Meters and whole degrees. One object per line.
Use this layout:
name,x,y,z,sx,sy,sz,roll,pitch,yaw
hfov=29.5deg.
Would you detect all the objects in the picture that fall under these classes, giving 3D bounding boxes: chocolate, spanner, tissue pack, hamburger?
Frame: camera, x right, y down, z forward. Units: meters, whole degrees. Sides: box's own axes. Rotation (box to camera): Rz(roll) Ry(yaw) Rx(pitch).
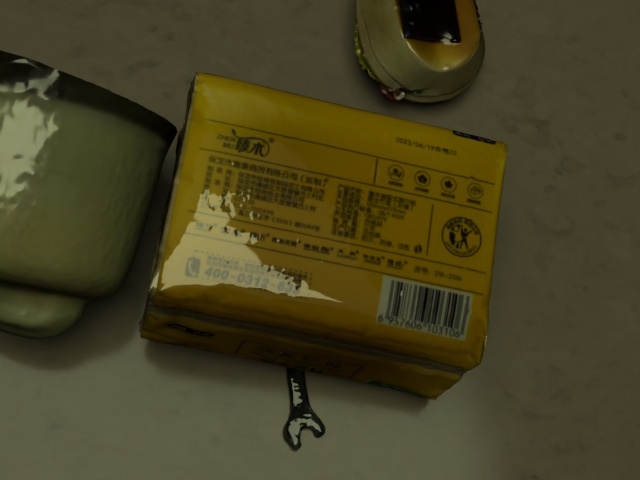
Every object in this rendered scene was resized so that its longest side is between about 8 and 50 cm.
chocolate,-0.359,-0.055,1.386,0.326,0.314,0.297,20,84,11
spanner,-0.036,0.131,1.512,0.054,0.015,0.254,-6,75,-9
tissue pack,0.000,0.000,1.428,0.382,0.228,0.293,12,72,-10
hamburger,0.128,-0.285,1.599,0.173,0.116,0.210,-6,71,-16
